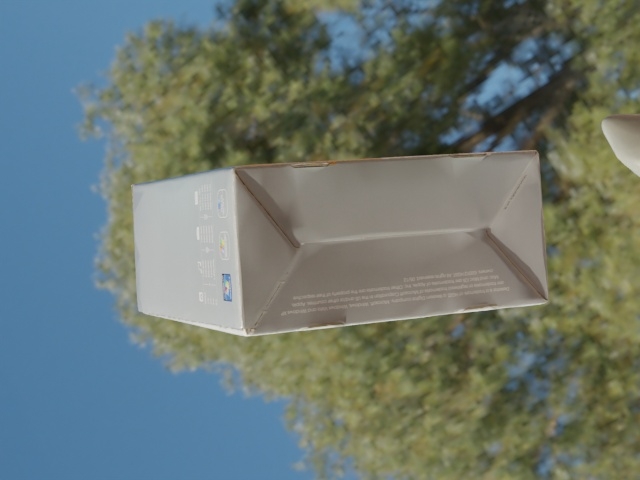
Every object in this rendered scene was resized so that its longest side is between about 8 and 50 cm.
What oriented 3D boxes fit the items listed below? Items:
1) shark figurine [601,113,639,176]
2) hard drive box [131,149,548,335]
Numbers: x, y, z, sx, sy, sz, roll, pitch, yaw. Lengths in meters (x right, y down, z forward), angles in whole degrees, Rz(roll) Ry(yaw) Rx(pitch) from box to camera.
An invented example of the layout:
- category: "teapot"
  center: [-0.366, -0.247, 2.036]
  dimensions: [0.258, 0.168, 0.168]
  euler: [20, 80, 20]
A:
- category: "shark figurine"
  center: [0.358, -0.072, 0.963]
  dimensions: [0.116, 0.278, 0.166]
  euler: [58, -171, -76]
- category: "hard drive box"
  center: [0.000, 0.000, 0.834]
  dimensions: [0.181, 0.232, 0.089]
  euler: [-4, -89, -21]
